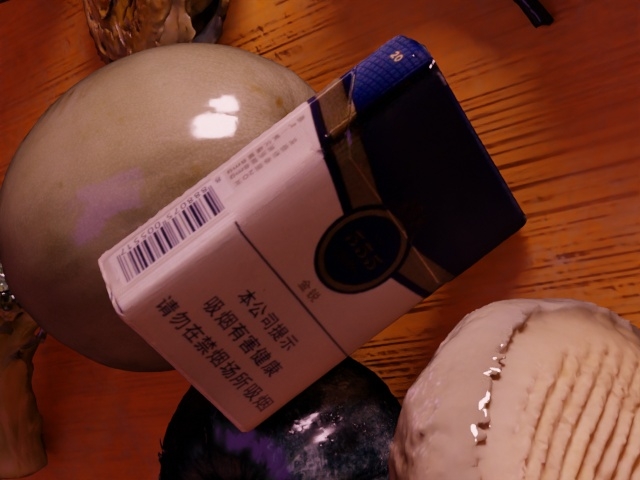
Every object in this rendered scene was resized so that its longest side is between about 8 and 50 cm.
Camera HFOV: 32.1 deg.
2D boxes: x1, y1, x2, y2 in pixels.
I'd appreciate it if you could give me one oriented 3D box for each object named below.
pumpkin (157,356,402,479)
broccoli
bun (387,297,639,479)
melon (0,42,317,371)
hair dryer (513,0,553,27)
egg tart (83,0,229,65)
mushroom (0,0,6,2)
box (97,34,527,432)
[{"bbox_3d":[-0.026,0.194,0.900,0.233,0.163,0.233,14,114,35],"label":"pumpkin"},{"bbox_3d":[-0.337,0.109,1.220,0.221,0.252,0.361,36,155,40],"label":"broccoli"},{"bbox_3d":[0.131,0.175,0.657,0.146,0.287,0.287,-27,77,39],"label":"bun"},{"bbox_3d":[-0.121,-0.026,0.901,0.308,0.272,0.272,-28,74,11],"label":"melon"},{"bbox_3d":[0.079,-0.246,0.751,0.078,0.195,0.248,-42,87,-2],"label":"hair dryer"},{"bbox_3d":[-0.139,-0.274,0.982,0.297,0.132,0.297,21,115,57],"label":"egg tart"},{"bbox_3d":[-0.315,-0.346,1.078,0.153,0.253,0.253,16,114,-2],"label":"mushroom"},{"bbox_3d":[0.000,0.000,0.761,0.259,0.168,0.071,-37,40,3],"label":"box"}]
